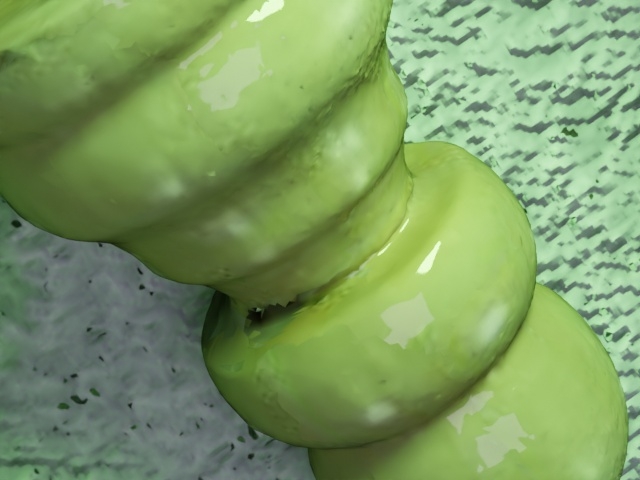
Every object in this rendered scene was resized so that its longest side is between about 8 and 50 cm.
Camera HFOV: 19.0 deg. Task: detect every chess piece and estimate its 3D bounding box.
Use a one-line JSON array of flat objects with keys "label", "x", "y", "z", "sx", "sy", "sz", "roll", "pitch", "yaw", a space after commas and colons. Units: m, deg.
[{"label": "chess piece", "x": 0.000, "y": 0.000, "z": 0.596, "sx": 0.143, "sy": 0.143, "sz": 0.261, "roll": -40, "pitch": 116, "yaw": -5}]
